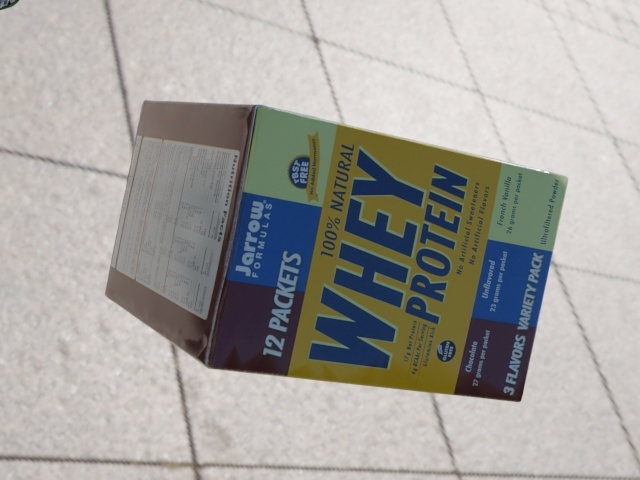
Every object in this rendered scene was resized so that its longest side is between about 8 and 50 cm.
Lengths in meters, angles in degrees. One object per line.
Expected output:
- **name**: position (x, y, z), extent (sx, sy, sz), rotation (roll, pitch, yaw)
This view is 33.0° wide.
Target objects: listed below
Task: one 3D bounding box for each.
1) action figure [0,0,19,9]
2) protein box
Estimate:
- **action figure**: position (-0.278, -0.111, 0.661), extent (0.063, 0.137, 0.232), rotation (48, 61, -1)
- **protein box**: position (0.000, 0.000, 0.660), extent (0.199, 0.136, 0.201), rotation (10, 3, -26)
